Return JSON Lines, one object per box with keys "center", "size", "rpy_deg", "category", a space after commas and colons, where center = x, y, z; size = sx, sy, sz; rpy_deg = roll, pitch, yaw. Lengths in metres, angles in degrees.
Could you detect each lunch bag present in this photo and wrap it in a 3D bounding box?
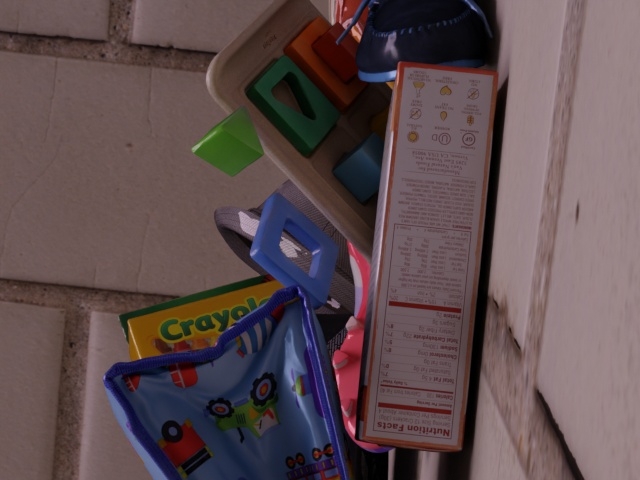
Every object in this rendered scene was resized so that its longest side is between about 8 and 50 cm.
{"center": [-0.014, 0.197, 1.044], "size": [0.221, 0.138, 0.293], "rpy_deg": [104, 142, -81], "category": "lunch bag"}

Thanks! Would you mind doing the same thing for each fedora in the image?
{"center": [0.000, 0.000, 1.949], "size": [0.124, 0.243, 0.275], "rpy_deg": [-54, -6, -8], "category": "fedora"}

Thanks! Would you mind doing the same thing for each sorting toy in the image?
{"center": [0.021, -0.091, 1.192], "size": [0.047, 0.196, 0.348], "rpy_deg": [-34, 12, 33], "category": "sorting toy"}

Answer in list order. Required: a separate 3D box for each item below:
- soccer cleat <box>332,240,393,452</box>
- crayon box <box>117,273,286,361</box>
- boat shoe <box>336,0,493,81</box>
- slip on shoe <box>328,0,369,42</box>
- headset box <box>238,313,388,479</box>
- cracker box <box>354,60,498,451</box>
{"center": [0.060, 0.065, 1.310], "size": [0.095, 0.083, 0.248], "rpy_deg": [52, -150, -47], "category": "soccer cleat"}
{"center": [-0.086, 0.167, 1.793], "size": [0.081, 0.202, 0.319], "rpy_deg": [97, 153, -55], "category": "crayon box"}
{"center": [0.062, -0.167, 1.165], "size": [0.258, 0.109, 0.089], "rpy_deg": [-96, 0, -76], "category": "boat shoe"}
{"center": [0.068, -0.211, 1.830], "size": [0.101, 0.123, 0.331], "rpy_deg": [-3, 73, 57], "category": "slip on shoe"}
{"center": [-0.004, 0.222, 1.432], "size": [0.293, 0.110, 0.218], "rpy_deg": [75, -163, -62], "category": "headset box"}
{"center": [0.066, 0.017, 1.049], "size": [0.156, 0.067, 0.232], "rpy_deg": [90, -173, -84], "category": "cracker box"}
